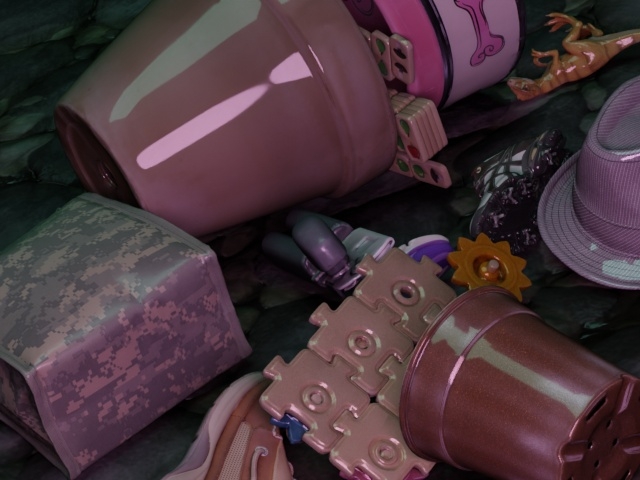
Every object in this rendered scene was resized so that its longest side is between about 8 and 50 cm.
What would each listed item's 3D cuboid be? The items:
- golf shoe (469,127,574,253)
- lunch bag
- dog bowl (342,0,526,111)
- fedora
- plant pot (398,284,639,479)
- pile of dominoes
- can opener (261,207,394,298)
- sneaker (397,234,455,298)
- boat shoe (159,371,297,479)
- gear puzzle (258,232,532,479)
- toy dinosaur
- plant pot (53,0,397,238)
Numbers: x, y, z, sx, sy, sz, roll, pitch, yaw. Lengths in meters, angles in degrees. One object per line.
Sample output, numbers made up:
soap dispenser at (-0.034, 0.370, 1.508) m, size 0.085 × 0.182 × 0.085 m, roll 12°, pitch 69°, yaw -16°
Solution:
golf shoe at (0.192, -0.042, 2.031) m, size 0.094 × 0.077 × 0.198 m, roll -8°, pitch 24°, yaw 38°
lunch bag at (-0.255, 0.077, 1.990) m, size 0.235 × 0.169 × 0.287 m, roll -35°, pitch 39°, yaw -22°
dog bowl at (0.030, -0.295, 2.200) m, size 0.150 × 0.408 × 0.408 m, roll -42°, pitch 37°, yaw -22°
fedora at (0.344, -0.084, 1.920) m, size 0.275 × 0.124 × 0.244 m, roll -22°, pitch 40°, yaw -11°
plant pot at (0.182, 0.145, 1.662) m, size 0.167 × 0.167 × 0.165 m, roll -38°, pitch 44°, yaw -28°
pile of dominoes at (0.035, -0.151, 2.156) m, size 0.040 × 0.196 × 0.251 m, roll -38°, pitch 35°, yaw -25°
can opener at (0.000, 0.000, 1.976) m, size 0.074 × 0.093 × 0.280 m, roll -42°, pitch 13°, yaw -9°
sneaker at (0.082, 0.066, 1.939) m, size 0.071 × 0.068 × 0.170 m, roll 28°, pitch 62°, yaw 33°
boat shoe at (-0.077, 0.231, 1.723) m, size 0.116 × 0.123 × 0.324 m, roll 26°, pitch 34°, yaw 7°
gear puzzle at (0.084, 0.099, 1.818) m, size 0.175 × 0.044 × 0.339 m, roll 38°, pitch 51°, yaw 7°
toy dinosaur at (0.315, -0.219, 2.256) m, size 0.211 × 0.064 × 0.112 m, roll -26°, pitch 48°, yaw 7°
plant pot at (-0.122, -0.140, 2.108) m, size 0.280 × 0.323 × 0.323 m, roll -33°, pitch 33°, yaw -19°
